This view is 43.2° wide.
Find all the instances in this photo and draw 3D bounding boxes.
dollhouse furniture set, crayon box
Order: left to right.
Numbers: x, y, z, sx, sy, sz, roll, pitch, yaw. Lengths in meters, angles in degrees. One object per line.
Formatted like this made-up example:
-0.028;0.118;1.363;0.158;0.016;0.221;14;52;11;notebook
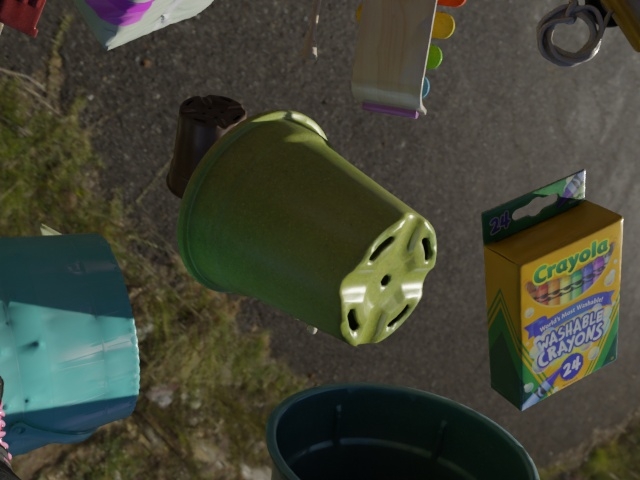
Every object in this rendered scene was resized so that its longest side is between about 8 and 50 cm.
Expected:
-0.661;-0.400;1.567;0.152;0.201;0.374;17;119;-33;dollhouse furniture set
0.353;0.078;1.224;0.203;0.083;0.322;-22;121;-21;crayon box

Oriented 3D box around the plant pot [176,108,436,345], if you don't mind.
0.000;0.000;1.050;0.276;0.254;0.276;-29;134;-34;plant pot

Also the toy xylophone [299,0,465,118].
0.103;-0.362;1.274;0.081;0.236;0.322;-32;141;-68;toy xylophone

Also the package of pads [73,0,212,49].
-0.098;-0.264;0.415;0.101;0.296;0.229;-32;97;-30;package of pads

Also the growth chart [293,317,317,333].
-0.068;0.023;1.314;0.172;0.237;0.021;-62;156;0;growth chart

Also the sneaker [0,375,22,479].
-0.159;0.084;0.359;0.057;0.119;0.047;-46;144;-32;sneaker

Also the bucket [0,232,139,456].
-0.345;0.120;0.975;0.183;0.281;0.281;-8;127;-30;bucket

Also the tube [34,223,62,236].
-0.463;0.088;1.285;0.070;0.062;0.240;59;45;-45;tube

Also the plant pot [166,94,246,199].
-0.209;-0.179;1.549;0.167;0.167;0.165;-24;138;-38;plant pot

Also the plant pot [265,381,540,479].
0.077;0.412;1.045;0.341;0.341;0.334;-10;114;-48;plant pot

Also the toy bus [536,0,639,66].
0.257;-0.204;0.580;0.104;0.202;0.190;-89;-172;-82;toy bus
